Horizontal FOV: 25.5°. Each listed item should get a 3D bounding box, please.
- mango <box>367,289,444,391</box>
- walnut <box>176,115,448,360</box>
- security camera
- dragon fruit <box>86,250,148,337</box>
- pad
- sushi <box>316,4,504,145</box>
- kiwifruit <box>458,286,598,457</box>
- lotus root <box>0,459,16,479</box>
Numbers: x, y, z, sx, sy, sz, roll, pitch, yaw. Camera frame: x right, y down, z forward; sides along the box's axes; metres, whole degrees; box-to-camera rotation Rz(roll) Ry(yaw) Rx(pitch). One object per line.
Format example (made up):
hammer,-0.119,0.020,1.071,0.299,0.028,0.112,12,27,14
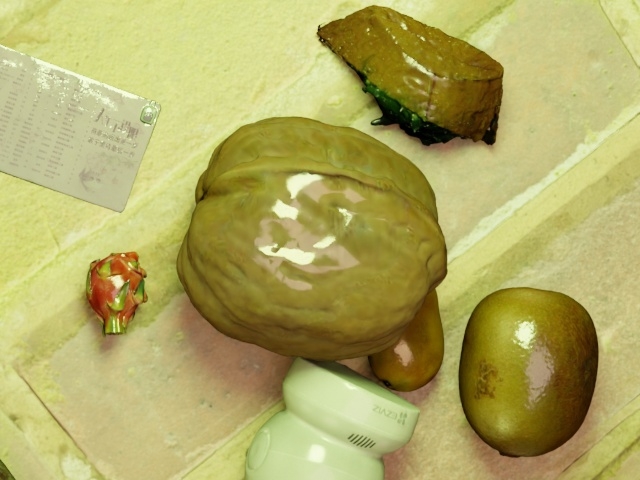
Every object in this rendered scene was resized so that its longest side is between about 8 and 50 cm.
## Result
mango,0.114,0.126,1.948,0.111,0.089,0.163,-6,83,-27
walnut,-0.001,0.002,1.820,0.344,0.306,0.306,16,89,-5
security camera,0.006,0.289,1.883,0.195,0.194,0.236,23,91,-12
dragon fruit,-0.268,0.071,1.864,0.081,0.086,0.116,2,82,-7
pad,-0.359,-0.152,1.876,0.265,0.009,0.159,19,89,-12
sushi,0.127,-0.210,1.916,0.287,0.140,0.149,20,51,-12
kiwifruit,0.281,0.181,1.931,0.196,0.196,0.234,14,86,-12
lotus root,-0.464,0.327,1.809,0.154,0.154,0.278,-32,93,-9
